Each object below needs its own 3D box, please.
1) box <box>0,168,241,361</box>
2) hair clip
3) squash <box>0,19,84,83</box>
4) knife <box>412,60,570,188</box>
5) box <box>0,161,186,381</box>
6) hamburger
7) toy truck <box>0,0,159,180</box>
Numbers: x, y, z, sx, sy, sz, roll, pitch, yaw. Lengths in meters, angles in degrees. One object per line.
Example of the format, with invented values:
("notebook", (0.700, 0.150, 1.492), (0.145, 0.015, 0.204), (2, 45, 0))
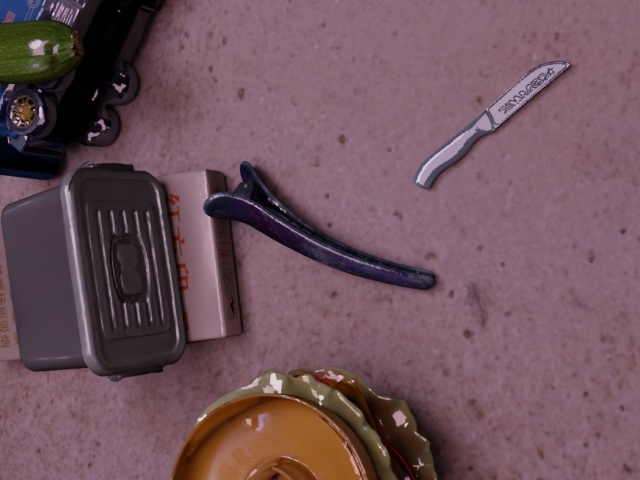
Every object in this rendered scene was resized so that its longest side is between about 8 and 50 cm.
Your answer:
("box", (-0.277, 0.038, 1.296), (0.365, 0.051, 0.205), (-8, 86, 23))
("hair clip", (0.000, 0.000, 1.173), (0.275, 0.083, 0.048), (29, 141, 16))
("squash", (-0.359, -0.213, 1.166), (0.219, 0.068, 0.077), (9, 75, 30))
("knife", (0.181, -0.128, 1.120), (0.210, 0.015, 0.028), (-41, 68, 17))
("box", (-0.264, 0.041, 1.183), (0.135, 0.163, 0.243), (-11, 87, 32))
("hamburger", (-0.009, 0.269, 1.093), (0.274, 0.212, 0.274), (-1, 88, 26))
("toy truck", (-0.314, -0.246, 1.263), (0.175, 0.146, 0.367), (35, 103, 24))
